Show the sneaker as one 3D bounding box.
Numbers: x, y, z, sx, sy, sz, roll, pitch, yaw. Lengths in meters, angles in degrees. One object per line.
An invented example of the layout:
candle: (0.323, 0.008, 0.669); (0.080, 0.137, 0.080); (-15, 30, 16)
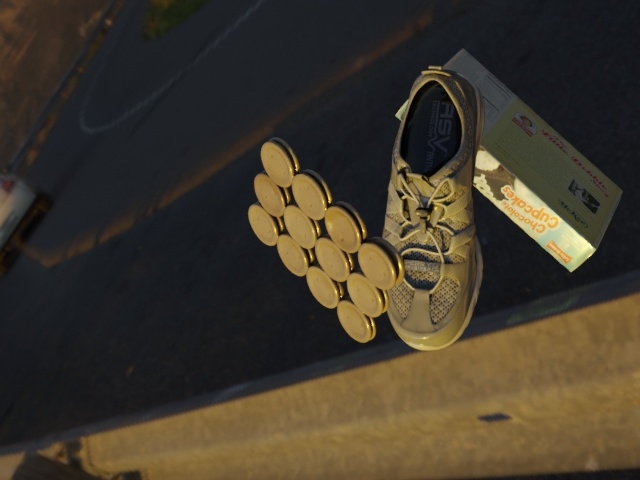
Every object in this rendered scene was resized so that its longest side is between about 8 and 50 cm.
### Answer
sneaker: (0.098, -0.035, 0.923); (0.115, 0.105, 0.281); (19, -108, -69)

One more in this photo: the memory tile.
memory tile: (0.000, 0.000, 0.704); (0.012, 0.148, 0.113); (-30, -26, -30)

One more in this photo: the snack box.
snack box: (0.274, -0.120, 1.344); (0.060, 0.322, 0.187); (-50, -3, 40)
